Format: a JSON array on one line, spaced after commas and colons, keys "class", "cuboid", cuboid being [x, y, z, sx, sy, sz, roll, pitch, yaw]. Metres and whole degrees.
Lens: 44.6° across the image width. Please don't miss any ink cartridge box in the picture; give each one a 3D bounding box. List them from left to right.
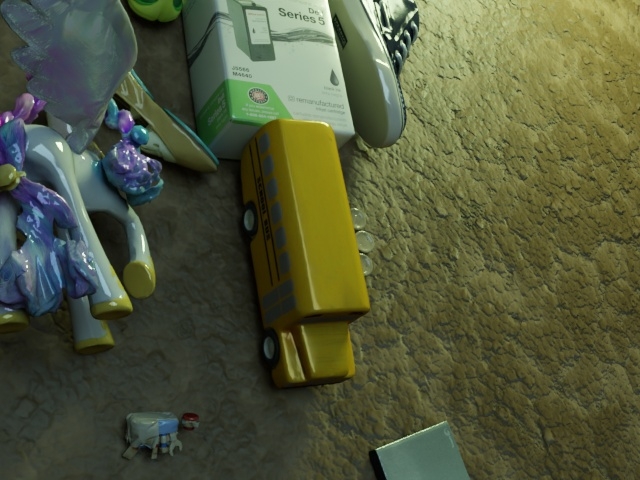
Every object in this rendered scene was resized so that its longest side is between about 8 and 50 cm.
[{"class": "ink cartridge box", "cuboid": [-0.082, -0.258, 1.141, 0.199, 0.115, 0.272, 2, 67, -31]}]

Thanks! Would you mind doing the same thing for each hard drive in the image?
[{"class": "hard drive", "cuboid": [0.138, 0.312, 1.068, 0.135, 0.022, 0.094, -11, 74, -35]}]

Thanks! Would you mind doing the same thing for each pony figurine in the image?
[{"class": "pony figurine", "cuboid": [-0.295, -0.084, 0.816, 0.303, 0.351, 0.363, -17, 74, 7]}]

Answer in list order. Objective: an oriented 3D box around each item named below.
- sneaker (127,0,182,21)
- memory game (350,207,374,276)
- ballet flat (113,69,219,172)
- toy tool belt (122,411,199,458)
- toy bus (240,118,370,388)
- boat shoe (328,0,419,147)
[{"class": "sneaker", "cuboid": [-0.239, -0.463, 1.135, 0.110, 0.123, 0.295, -5, 70, -33]}, {"class": "memory game", "cuboid": [0.000, 0.000, 1.137, 0.186, 0.012, 0.186, 13, 62, -26]}, {"class": "ballet flat", "cuboid": [-0.235, -0.161, 1.040, 0.073, 0.080, 0.232, -43, 91, -10]}, {"class": "toy tool belt", "cuboid": [-0.183, 0.225, 0.898, 0.083, 0.052, 0.051, 5, 97, -27]}, {"class": "toy bus", "cuboid": [-0.020, 0.018, 1.025, 0.108, 0.130, 0.332, 1, 68, -31]}, {"class": "boat shoe", "cuboid": [0.108, -0.312, 1.276, 0.158, 0.127, 0.340, -9, 72, -27]}]
